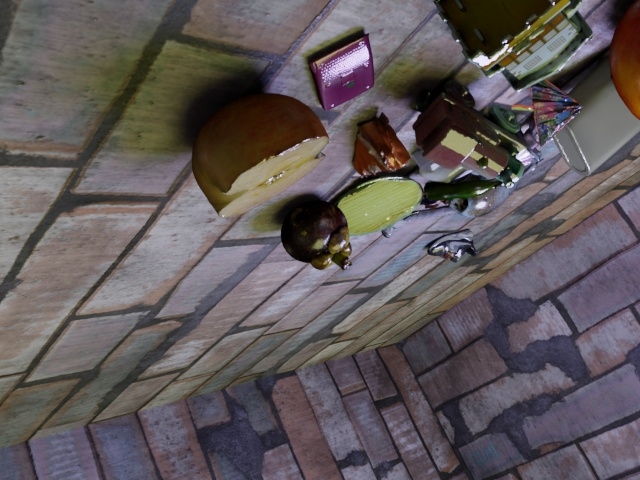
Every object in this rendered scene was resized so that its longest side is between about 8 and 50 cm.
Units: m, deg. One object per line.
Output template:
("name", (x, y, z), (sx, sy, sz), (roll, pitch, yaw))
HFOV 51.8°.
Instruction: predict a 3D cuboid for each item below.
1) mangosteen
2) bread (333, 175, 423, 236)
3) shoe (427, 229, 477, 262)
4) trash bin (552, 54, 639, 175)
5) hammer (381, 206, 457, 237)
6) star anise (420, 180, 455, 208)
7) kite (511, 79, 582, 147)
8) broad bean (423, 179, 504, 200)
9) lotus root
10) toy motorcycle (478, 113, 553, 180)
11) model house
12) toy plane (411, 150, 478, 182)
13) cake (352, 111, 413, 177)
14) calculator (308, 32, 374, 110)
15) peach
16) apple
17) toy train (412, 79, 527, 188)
("mangosteen", (0.000, 0.000, 1.767), (0.192, 0.217, 0.192), (-30, 161, -12))
("bread", (0.154, -0.102, 1.917), (0.301, 0.045, 0.301), (-16, 154, -8))
("shoe", (0.543, 0.035, 2.676), (0.227, 0.112, 0.099), (-19, 160, -26))
("trash bin", (0.762, -0.338, 1.806), (0.247, 0.121, 0.243), (-41, 118, -5))
("hammer", (0.396, -0.091, 2.292), (0.427, 0.044, 0.152), (-10, 154, -41))
("star anise", (0.386, -0.152, 2.099), (0.168, 0.057, 0.168), (-23, 161, -8))
("kite", (0.587, -0.335, 1.714), (0.014, 0.183, 0.241), (-56, 142, -34))
("broad bean", (0.372, -0.143, 1.827), (0.144, 0.049, 0.292), (-18, -168, -33))
("lotus root", (0.530, -0.172, 2.049), (0.322, 0.140, 0.158), (-30, -179, -31))
("toy motorcycle", (0.598, -0.282, 1.891), (0.327, 0.143, 0.188), (-36, 176, -15))
("model house", (0.333, -0.407, 1.155), (0.198, 0.224, 0.215), (-39, 156, 30))
("toy plane", (0.388, -0.241, 1.781), (0.267, 0.122, 0.267), (-24, 163, -8))
("cake", (0.149, -0.203, 1.617), (0.098, 0.135, 0.287), (-39, 170, -7))
("calculator", (0.049, -0.323, 1.294), (0.127, 0.034, 0.190), (-28, 161, 0))
("peach", (0.866, -0.445, 1.547), (0.388, 0.388, 0.388), (-23, 160, -9))
("apple", (-0.124, -0.181, 1.243), (0.251, 0.163, 0.293), (-31, 175, -18))
("toy train", (0.353, -0.234, 1.526), (0.304, 0.221, 0.150), (23, 131, -22))
